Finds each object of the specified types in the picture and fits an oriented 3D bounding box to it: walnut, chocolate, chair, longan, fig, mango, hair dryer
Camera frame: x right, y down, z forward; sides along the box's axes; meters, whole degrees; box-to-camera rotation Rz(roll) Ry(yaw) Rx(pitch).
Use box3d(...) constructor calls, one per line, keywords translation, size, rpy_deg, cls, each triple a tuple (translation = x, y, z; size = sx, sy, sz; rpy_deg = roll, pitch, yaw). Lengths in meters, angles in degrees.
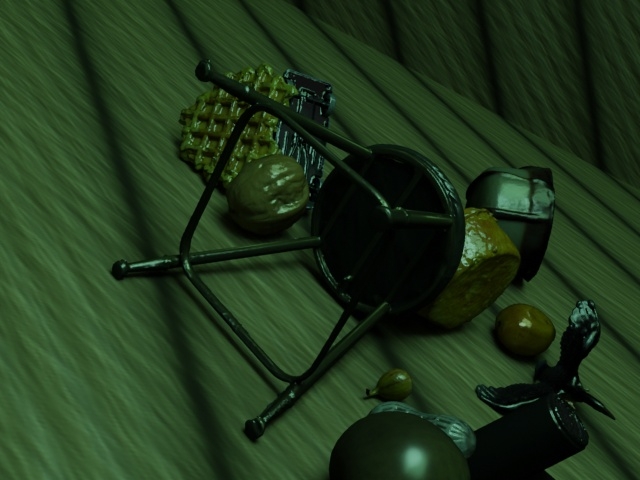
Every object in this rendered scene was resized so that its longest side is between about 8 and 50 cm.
box3d(translation=(-0.096, -0.084, 1.306), size=(0.166, 0.166, 0.149), rpy_deg=(4, 29, -37), cls="walnut")
box3d(translation=(0.430, -0.055, 1.640), size=(0.186, 0.283, 0.283), rpy_deg=(10, 27, 6), cls="chocolate")
box3d(translation=(0.000, 0.000, 1.058), size=(0.362, 0.364, 0.410), rpy_deg=(42, 26, 27), cls="chair")
box3d(translation=(0.094, 0.292, 0.828), size=(0.189, 0.189, 0.189), rpy_deg=(21, 28, -12), cls="longan")
box3d(translation=(0.134, 0.266, 0.952), size=(0.167, 0.072, 0.072), rpy_deg=(3, 10, 37), cls="chocolate")
box3d(translation=(0.104, 0.227, 1.071), size=(0.083, 0.050, 0.050), rpy_deg=(-9, 43, -29), cls="fig")
box3d(translation=(0.413, 0.174, 1.385), size=(0.115, 0.089, 0.165), rpy_deg=(39, 27, 19), cls="mango")
box3d(translation=(0.315, 0.339, 0.967), size=(0.251, 0.197, 0.089), rpy_deg=(44, 26, -15), cls="hair dryer")

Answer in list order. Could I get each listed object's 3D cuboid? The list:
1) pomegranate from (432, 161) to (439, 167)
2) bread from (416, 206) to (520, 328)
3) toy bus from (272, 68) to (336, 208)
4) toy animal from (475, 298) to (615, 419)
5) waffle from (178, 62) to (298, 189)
box3d(translation=(0.252, -0.151, 1.764), size=(0.130, 0.130, 0.130), rpy_deg=(21, 28, -12), cls="pomegranate")
box3d(translation=(0.252, 0.051, 1.288), size=(0.268, 0.268, 0.146), rpy_deg=(-2, 44, -43), cls="bread")
box3d(translation=(-0.060, -0.208, 1.497), size=(0.125, 0.292, 0.133), rpy_deg=(13, -13, -26), cls="toy bus")
box3d(translation=(0.445, 0.250, 1.223), size=(0.197, 0.272, 0.160), rpy_deg=(40, -6, 33), cls="toy animal")
box3d(translation=(-0.166, -0.235, 1.420), size=(0.291, 0.291, 0.051), rpy_deg=(42, -2, 25), cls="waffle")
